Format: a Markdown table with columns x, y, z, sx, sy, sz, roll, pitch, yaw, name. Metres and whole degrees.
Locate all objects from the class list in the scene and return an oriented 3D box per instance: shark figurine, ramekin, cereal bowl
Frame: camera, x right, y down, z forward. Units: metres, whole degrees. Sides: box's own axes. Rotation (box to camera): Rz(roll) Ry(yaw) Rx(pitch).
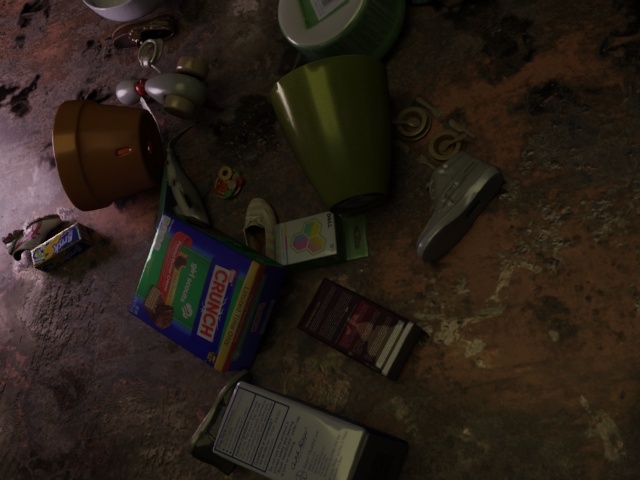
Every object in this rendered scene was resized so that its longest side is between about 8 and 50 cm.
| x | y | z | sx | sy | sz | roll | pitch | yaw | name |
| --- | --- | --- | --- | --- | --- | --- | --- | --- | --- |
| -0.328 | -0.154 | 1.912 | 0.116 | 0.278 | 0.166 | -25 | 21 | -27 | shark figurine |
| 0.042 | -0.567 | 1.845 | 0.303 | 0.148 | 0.303 | -9 | 73 | 32 | ramekin |
| -0.537 | -0.781 | 2.217 | 0.339 | 0.141 | 0.339 | -10 | 65 | 21 | cereal bowl |

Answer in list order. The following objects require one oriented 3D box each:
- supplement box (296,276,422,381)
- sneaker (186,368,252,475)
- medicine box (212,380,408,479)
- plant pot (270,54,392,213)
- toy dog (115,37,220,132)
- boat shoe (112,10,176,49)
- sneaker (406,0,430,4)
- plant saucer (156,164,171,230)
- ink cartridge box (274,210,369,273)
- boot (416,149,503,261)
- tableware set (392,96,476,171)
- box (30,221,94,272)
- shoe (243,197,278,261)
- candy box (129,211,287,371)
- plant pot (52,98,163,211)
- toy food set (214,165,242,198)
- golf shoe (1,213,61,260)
| x | y | z | sx | sy | sz | roll | pitch | yaw | name |
| --- | --- | --- | --- | --- | --- | --- | --- | --- | --- |
| 0.083 | 0.190 | 1.631 | 0.239 | 0.073 | 0.130 | 26 | 84 | 29 | supplement box |
| -0.189 | 0.405 | 1.689 | 0.118 | 0.083 | 0.222 | 30 | 79 | 11 | sneaker |
| -0.014 | 0.406 | 1.488 | 0.289 | 0.263 | 0.149 | 16 | 79 | 28 | medicine box |
| 0.049 | -0.218 | 1.702 | 0.275 | 0.275 | 0.293 | -17 | 76 | 18 | plant pot |
| -0.397 | -0.394 | 2.041 | 0.334 | 0.161 | 0.220 | 35 | 92 | 45 | toy dog |
| -0.513 | -0.595 | 2.183 | 0.207 | 0.073 | 0.073 | -17 | 64 | 19 | boat shoe |
| 0.286 | -0.637 | 1.848 | 0.224 | 0.083 | 0.098 | 2 | 33 | 38 | sneaker |
| -0.404 | -0.102 | 1.961 | 0.018 | 0.067 | 0.192 | 2 | 72 | 0 | plant saucer |
| 0.000 | 0.000 | 1.742 | 0.209 | 0.062 | 0.109 | -12 | 66 | 20 | ink cartridge box |
| 0.270 | -0.078 | 1.640 | 0.258 | 0.095 | 0.123 | -47 | 54 | -7 | boot |
| 0.246 | -0.246 | 1.730 | 0.194 | 0.039 | 0.128 | 41 | 92 | 30 | tableware set |
| -0.705 | 0.020 | 2.064 | 0.169 | 0.054 | 0.059 | -30 | 62 | 13 | box |
| -0.142 | -0.011 | 1.813 | 0.077 | 0.058 | 0.219 | -19 | 65 | 18 | shoe |
| -0.266 | 0.116 | 1.756 | 0.317 | 0.122 | 0.268 | 26 | 100 | 29 | candy box |
| -0.535 | -0.229 | 1.964 | 0.204 | 0.291 | 0.290 | -5 | 69 | 5 | plant pot |
| -0.235 | -0.147 | 1.926 | 0.083 | 0.020 | 0.083 | 23 | 82 | 29 | toy food set |
| -0.798 | -0.011 | 2.120 | 0.186 | 0.067 | 0.086 | -28 | 90 | 13 | golf shoe |
